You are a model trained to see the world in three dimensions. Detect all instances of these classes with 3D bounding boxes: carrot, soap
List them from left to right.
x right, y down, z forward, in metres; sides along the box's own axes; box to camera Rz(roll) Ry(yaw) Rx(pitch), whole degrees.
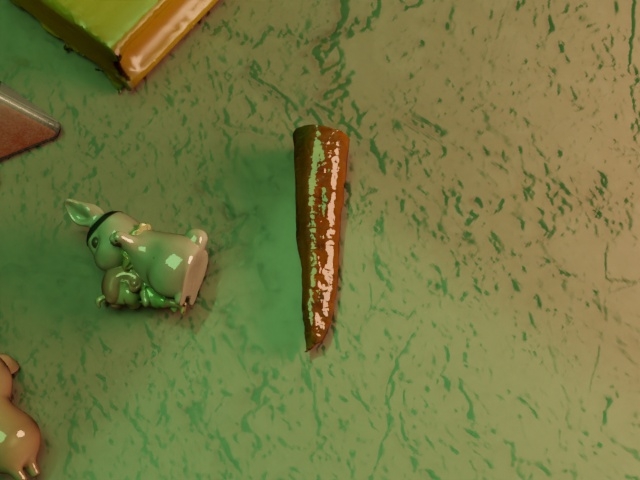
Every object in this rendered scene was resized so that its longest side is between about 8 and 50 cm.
[{"bbox_3d":[-0.173,-0.333,1.769,0.204,0.096,0.324,37,77,17],"label":"soap"},{"bbox_3d":[0.000,0.000,1.647,0.057,0.057,0.224,-1,72,5],"label":"carrot"}]

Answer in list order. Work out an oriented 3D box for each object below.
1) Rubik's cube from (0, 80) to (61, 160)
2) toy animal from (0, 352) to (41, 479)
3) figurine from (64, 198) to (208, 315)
[{"bbox_3d":[-0.446,-0.150,1.700,0.229,0.233,0.228,-10,108,40],"label":"Rubik's cube"},{"bbox_3d":[-0.310,0.162,1.600,0.089,0.083,0.150,-23,79,-17],"label":"toy animal"},{"bbox_3d":[-0.190,0.019,1.640,0.146,0.081,0.098,16,71,11],"label":"figurine"}]
